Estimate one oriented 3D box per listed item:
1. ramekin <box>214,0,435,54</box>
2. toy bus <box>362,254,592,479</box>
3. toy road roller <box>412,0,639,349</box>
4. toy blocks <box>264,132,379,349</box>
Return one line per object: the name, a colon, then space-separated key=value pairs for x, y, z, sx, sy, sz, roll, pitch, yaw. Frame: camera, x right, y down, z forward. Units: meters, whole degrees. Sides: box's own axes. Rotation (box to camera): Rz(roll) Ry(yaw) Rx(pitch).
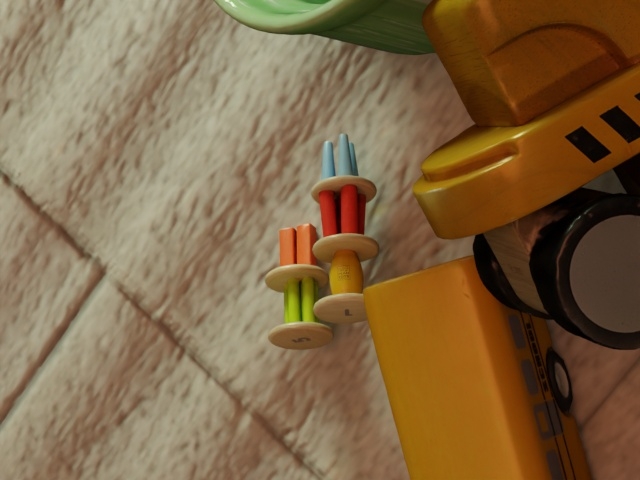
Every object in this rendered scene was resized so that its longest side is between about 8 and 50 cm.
ramekin: x=0.050 y=-0.281 z=1.129 sx=0.303 sy=0.148 sz=0.303 roll=-16 pitch=69 yaw=46
toy bus: x=0.136 y=0.181 z=1.152 sx=0.108 sy=0.130 sz=0.333 roll=-18 pitch=83 yaw=23
toy road roller: x=0.211 y=-0.096 z=1.001 sx=0.329 sy=0.202 sz=0.241 roll=-30 pitch=98 yaw=-5
toy blocks: x=0.000 y=0.000 z=1.246 sx=0.123 sy=0.054 sz=0.148 roll=-33 pitch=52 yaw=50
